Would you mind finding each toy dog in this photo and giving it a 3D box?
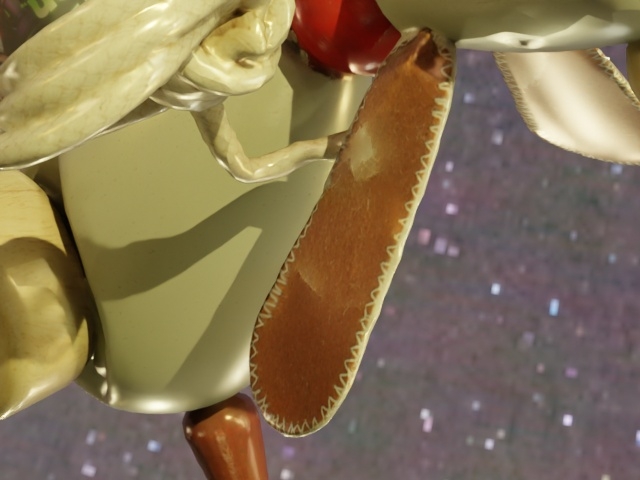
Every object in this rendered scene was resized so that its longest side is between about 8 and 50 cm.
[{"bbox_3d":[0.000,0.000,0.581,0.161,0.220,0.333,60,-22,-3],"label":"toy dog"}]

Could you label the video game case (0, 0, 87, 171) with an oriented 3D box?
[{"bbox_3d":[-0.133,-0.120,0.972,0.190,0.022,0.173,-32,-88,25],"label":"video game case"}]
